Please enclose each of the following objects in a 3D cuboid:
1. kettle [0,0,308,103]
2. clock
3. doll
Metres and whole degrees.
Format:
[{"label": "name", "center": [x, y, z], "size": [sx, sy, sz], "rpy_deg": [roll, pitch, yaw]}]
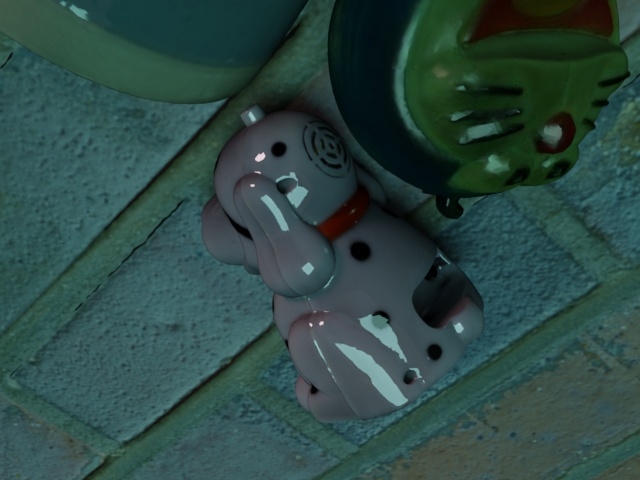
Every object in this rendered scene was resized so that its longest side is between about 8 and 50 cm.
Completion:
[{"label": "kettle", "center": [-0.076, -0.305, 0.435], "size": [0.319, 0.247, 0.342], "rpy_deg": [47, 120, 12]}, {"label": "clock", "center": [0.000, 0.003, 0.683], "size": [0.189, 0.189, 0.254], "rpy_deg": [-32, 105, 22]}, {"label": "doll", "center": [0.108, -0.167, 0.543], "size": [0.198, 0.186, 0.322], "rpy_deg": [-4, 111, -32]}]
